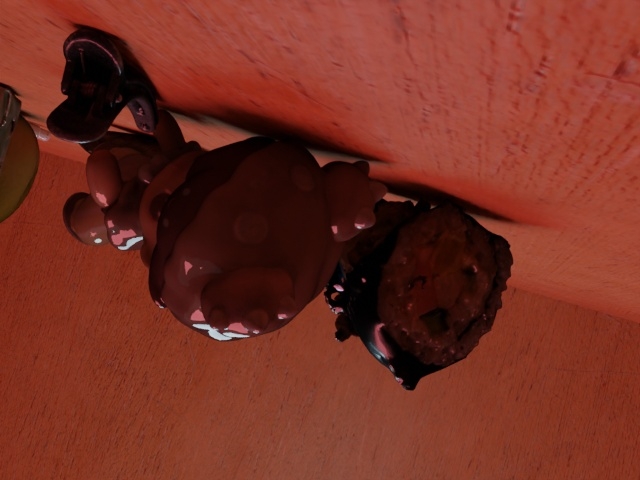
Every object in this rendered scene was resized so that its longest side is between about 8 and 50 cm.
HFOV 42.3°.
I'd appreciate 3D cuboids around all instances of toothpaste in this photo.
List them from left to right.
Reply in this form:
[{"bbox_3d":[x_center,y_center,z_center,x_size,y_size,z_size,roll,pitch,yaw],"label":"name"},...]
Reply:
[{"bbox_3d":[-0.671,-0.257,1.773,0.190,0.031,0.048,22,178,-41],"label":"toothpaste"}]

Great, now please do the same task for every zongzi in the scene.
[{"bbox_3d":[-0.279,-0.134,1.277,0.184,0.084,0.187,30,164,-35],"label":"zongzi"}]

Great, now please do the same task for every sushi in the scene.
[{"bbox_3d":[0.095,0.041,1.031,0.219,0.225,0.238,27,154,44],"label":"sushi"}]

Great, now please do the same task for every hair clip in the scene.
[{"bbox_3d":[-0.171,-0.125,0.731,0.048,0.083,0.275,11,-174,0],"label":"hair clip"}]

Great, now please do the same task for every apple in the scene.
[{"bbox_3d":[-0.695,-0.153,1.587,0.292,0.254,0.292,13,175,1],"label":"apple"}]

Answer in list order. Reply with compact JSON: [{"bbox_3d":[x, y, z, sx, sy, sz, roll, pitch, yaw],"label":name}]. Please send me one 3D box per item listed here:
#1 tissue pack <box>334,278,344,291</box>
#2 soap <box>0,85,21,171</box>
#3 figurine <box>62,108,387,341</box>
[{"bbox_3d":[0.000,0.000,1.427,0.339,0.160,0.242,15,180,15],"label":"tissue pack"},{"bbox_3d":[-0.563,-0.159,1.206,0.200,0.182,0.138,18,179,-12],"label":"soap"},{"bbox_3d":[-0.132,-0.019,0.894,0.381,0.248,0.203,16,138,36],"label":"figurine"}]
